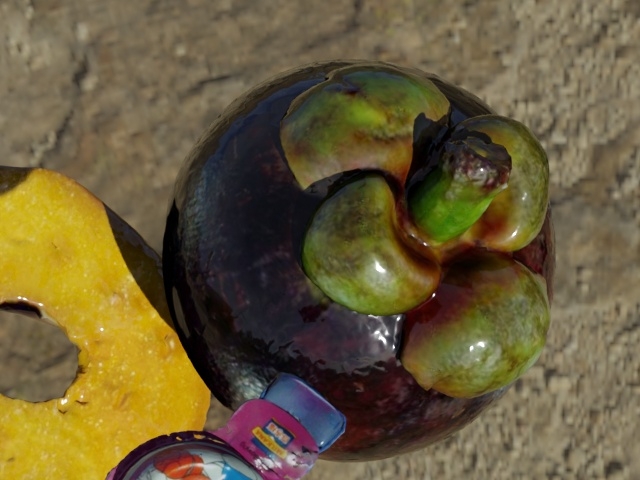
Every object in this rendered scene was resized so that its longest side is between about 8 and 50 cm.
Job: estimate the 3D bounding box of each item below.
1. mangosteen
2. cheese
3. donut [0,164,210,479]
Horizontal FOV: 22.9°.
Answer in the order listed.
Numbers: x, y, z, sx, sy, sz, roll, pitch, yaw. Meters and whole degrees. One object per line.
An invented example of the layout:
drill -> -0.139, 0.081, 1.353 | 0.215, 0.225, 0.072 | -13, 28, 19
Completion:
mangosteen -> 0.041, 0.001, 1.120 | 0.300, 0.300, 0.300 | -4, 50, 5
cheese -> -0.047, 0.122, 0.766 | 0.095, 0.038, 0.145 | 40, 61, 13
donut -> -0.237, 0.095, 1.227 | 0.303, 0.110, 0.303 | 4, 77, -17
